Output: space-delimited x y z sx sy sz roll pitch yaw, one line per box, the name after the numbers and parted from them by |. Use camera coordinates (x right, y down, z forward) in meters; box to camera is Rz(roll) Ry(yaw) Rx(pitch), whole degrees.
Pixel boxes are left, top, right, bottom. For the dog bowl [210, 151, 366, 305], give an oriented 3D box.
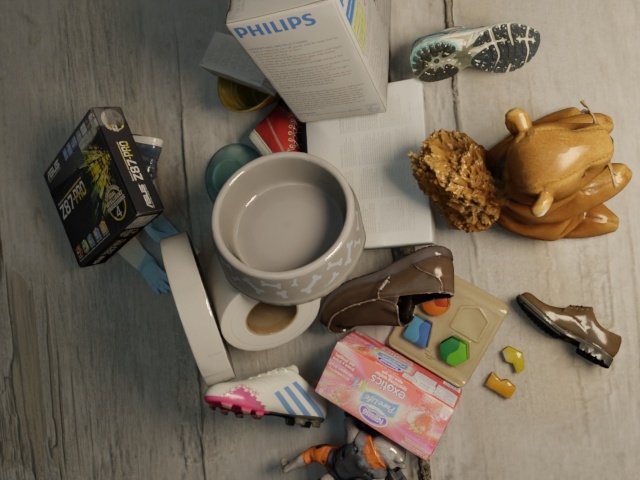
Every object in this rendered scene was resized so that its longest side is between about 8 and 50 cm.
-0.075 -0.040 1.179 0.348 0.102 0.349 -4 63 7 | dog bowl

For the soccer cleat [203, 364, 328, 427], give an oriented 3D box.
-0.126 0.366 1.339 0.116 0.331 0.143 -27 50 50 | soccer cleat

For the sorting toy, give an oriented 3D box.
0.334 0.223 1.273 0.307 0.041 0.229 29 103 18 | sorting toy

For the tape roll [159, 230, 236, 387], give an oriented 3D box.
-0.300 0.169 1.349 0.071 0.392 0.392 -18 85 -11 | tape roll

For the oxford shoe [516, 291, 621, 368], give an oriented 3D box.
0.534 0.171 1.183 0.227 0.083 0.096 34 84 17 | oxford shoe

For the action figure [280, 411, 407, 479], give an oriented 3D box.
0.094 0.581 1.319 0.330 0.178 0.341 -44 76 27 | action figure

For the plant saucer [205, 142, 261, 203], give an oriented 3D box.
-0.239 -0.168 1.485 0.194 0.037 0.195 1 92 21 | plant saucer

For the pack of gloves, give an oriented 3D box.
-0.485 0.033 1.586 0.232 0.046 0.195 42 105 15 | pack of gloves

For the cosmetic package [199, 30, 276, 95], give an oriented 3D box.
-0.186 -0.432 1.333 0.239 0.060 0.099 29 92 35 | cosmetic package

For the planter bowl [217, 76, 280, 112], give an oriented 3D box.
-0.152 -0.412 1.398 0.217 0.090 0.217 -9 72 31 | planter bowl

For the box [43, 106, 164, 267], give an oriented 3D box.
-0.622 -0.139 1.543 0.394 0.097 0.319 -29 81 41 | box

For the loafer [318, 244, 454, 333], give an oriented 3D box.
0.148 0.141 1.262 0.365 0.133 0.130 -32 57 28 | loafer

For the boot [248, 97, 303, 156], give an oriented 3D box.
-0.062 -0.256 1.365 0.176 0.088 0.244 -46 59 14 | boot

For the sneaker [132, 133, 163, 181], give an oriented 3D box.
-0.568 -0.228 1.585 0.226 0.086 0.164 11 95 21 | sneaker

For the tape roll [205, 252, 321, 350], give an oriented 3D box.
-0.141 0.123 1.321 0.246 0.246 0.169 -47 43 17 | tape roll

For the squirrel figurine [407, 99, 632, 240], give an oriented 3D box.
0.379 -0.117 1.062 0.396 0.370 0.281 -10 89 21 | squirrel figurine

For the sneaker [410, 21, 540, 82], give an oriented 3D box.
0.335 -0.438 1.208 0.282 0.122 0.110 -6 133 3 | sneaker

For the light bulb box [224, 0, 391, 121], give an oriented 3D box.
0.000 -0.500 1.151 0.225 0.361 0.358 -3 70 21 | light bulb box

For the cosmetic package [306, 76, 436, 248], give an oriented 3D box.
0.116 -0.167 1.293 0.284 0.097 0.378 -4 85 18 | cosmetic package

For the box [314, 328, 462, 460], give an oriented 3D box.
0.161 0.354 1.288 0.299 0.154 0.142 27 102 17 | box
